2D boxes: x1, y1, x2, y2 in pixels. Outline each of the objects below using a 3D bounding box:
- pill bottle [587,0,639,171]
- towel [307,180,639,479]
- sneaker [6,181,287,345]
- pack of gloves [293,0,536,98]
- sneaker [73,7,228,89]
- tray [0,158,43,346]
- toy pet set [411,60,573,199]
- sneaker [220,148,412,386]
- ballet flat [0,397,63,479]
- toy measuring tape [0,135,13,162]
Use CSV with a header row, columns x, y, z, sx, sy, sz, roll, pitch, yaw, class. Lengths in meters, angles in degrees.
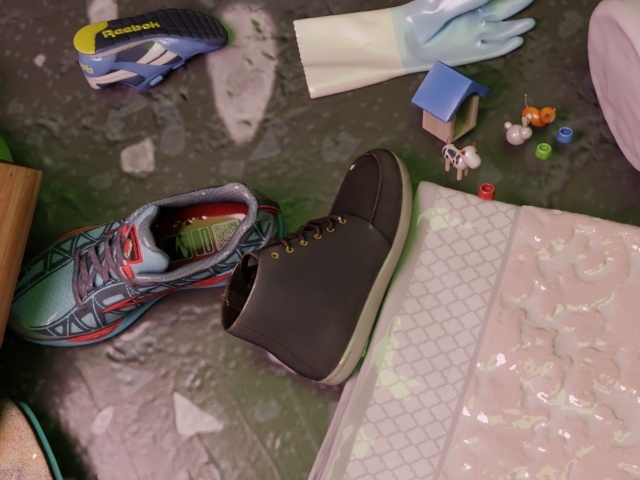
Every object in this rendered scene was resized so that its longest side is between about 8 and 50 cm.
x,y,z,sx,sy,sz,roll,pitch,yaw,class
0.400,-0.174,1.017,0.301,0.169,0.169,-20,76,-2,pill bottle
0.180,0.123,0.962,0.316,0.053,0.332,14,68,17,towel
-0.160,0.007,1.018,0.261,0.125,0.104,-23,76,-3,sneaker
0.082,-0.254,1.114,0.232,0.046,0.195,-13,77,-1,pack of gloves
-0.157,-0.177,1.105,0.144,0.059,0.053,-11,44,-16,sneaker
-0.370,0.117,0.946,0.202,0.076,0.411,15,94,24,tray
0.149,-0.113,1.050,0.122,0.065,0.114,-35,56,-28,toy pet set
0.000,0.000,1.001,0.118,0.083,0.222,29,63,-25,sneaker
-0.234,0.281,0.955,0.106,0.107,0.316,-17,73,-32,ballet flat
-0.337,0.003,1.040,0.121,0.121,0.330,6,85,4,toy measuring tape
